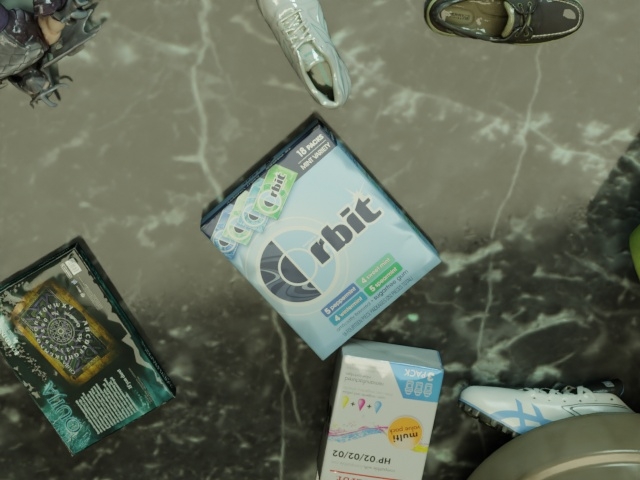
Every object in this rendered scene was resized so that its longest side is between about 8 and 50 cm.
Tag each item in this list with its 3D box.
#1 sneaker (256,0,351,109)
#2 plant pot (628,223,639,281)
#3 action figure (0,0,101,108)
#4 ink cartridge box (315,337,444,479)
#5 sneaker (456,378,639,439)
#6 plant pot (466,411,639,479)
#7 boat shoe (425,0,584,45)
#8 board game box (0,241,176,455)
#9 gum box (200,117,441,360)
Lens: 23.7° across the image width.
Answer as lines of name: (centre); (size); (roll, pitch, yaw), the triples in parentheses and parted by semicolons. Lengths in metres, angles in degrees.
sneaker: (-0.014, -0.191, 1.443); (0.054, 0.061, 0.152); (-29, 103, 7)
plant pot: (0.452, -0.006, 1.430); (0.293, 0.275, 0.274); (-28, 105, 21)
action figure: (-0.316, -0.210, 1.367); (0.185, 0.099, 0.285); (-31, 135, 5)
ink cartridge box: (0.056, 0.198, 1.552); (0.104, 0.061, 0.181); (9, 105, -5)
sneaker: (0.255, 0.174, 1.549); (0.237, 0.085, 0.086); (12, 89, -6)
plant pot: (0.288, 0.371, 1.449); (0.323, 0.280, 0.323); (0, 119, 0)
boat shoe: (0.178, -0.209, 1.451); (0.152, 0.049, 0.056); (-2, 105, -2)
board game box: (-0.247, 0.111, 1.534); (0.126, 0.026, 0.186); (-30, 105, 6)
gum box: (0.000, 0.000, 1.506); (0.157, 0.041, 0.184); (-41, 104, 9)
